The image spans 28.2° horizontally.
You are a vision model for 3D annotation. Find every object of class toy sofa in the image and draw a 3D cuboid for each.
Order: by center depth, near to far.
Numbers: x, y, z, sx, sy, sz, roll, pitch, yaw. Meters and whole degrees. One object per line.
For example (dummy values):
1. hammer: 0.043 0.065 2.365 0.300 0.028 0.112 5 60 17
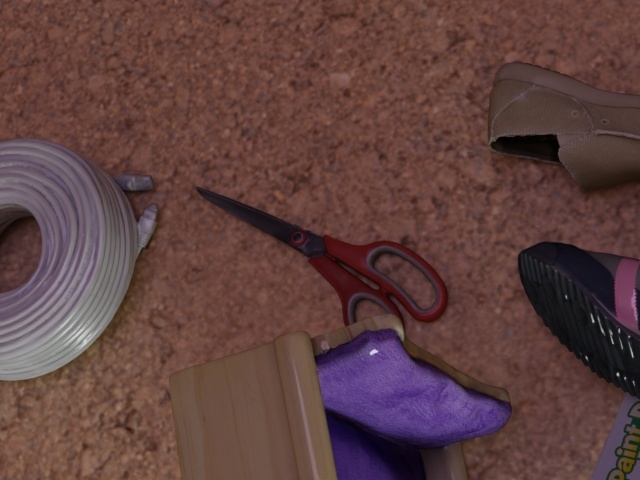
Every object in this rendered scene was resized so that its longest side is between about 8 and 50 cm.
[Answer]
1. toy sofa: 0.044 0.186 1.026 0.177 0.362 0.150 -17 67 18

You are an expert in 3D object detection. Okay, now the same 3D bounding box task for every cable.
1. cable: -0.320 0.018 1.350 0.257 0.089 0.257 11 76 21

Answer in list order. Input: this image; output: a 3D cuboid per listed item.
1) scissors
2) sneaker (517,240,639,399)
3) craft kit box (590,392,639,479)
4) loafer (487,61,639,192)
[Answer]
1. scissors: 0.000 0.000 1.292 0.297 0.021 0.109 42 91 26
2. sneaker: 0.304 0.066 1.071 0.131 0.112 0.319 -34 38 -18
3. craft kit box: 0.344 0.209 1.033 0.247 0.061 0.250 11 69 45
4. loafer: 0.272 -0.087 1.190 0.268 0.102 0.092 22 82 33
